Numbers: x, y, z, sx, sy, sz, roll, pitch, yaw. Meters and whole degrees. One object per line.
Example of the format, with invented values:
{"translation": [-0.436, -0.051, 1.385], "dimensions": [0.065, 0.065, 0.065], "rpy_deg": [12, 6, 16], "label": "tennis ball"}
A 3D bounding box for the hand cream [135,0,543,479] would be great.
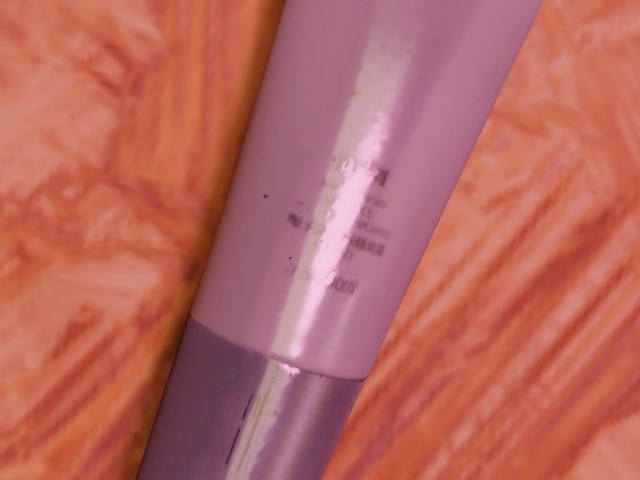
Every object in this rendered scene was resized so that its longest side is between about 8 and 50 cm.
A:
{"translation": [0.000, 0.000, 0.566], "dimensions": [0.079, 0.048, 0.255], "rpy_deg": [20, 94, -13], "label": "hand cream"}
